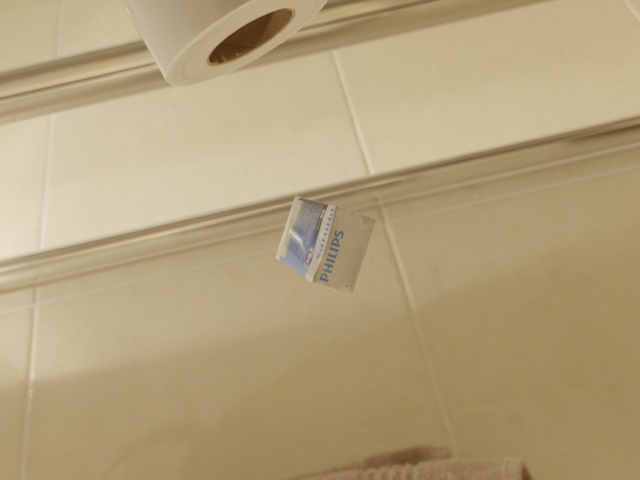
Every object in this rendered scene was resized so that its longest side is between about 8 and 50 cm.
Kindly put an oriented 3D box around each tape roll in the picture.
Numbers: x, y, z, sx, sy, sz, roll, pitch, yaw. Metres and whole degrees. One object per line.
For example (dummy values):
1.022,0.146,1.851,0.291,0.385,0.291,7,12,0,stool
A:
-0.128,-0.329,0.810,0.169,0.246,0.246,60,-179,-3,tape roll

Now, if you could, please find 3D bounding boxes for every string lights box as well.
0.000,0.000,1.150,0.260,0.077,0.133,-155,83,-71,string lights box
